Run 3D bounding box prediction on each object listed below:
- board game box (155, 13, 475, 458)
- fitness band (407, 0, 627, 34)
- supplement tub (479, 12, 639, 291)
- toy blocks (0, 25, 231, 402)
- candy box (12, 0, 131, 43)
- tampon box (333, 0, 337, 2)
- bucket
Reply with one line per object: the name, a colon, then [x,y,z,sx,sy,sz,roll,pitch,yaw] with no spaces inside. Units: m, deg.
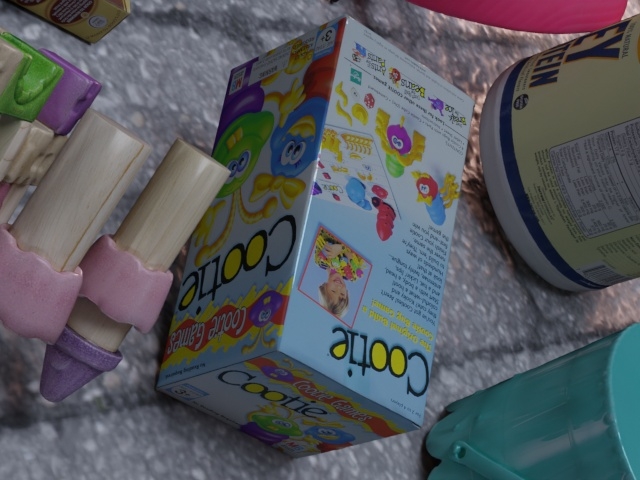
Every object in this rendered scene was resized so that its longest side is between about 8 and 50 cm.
board game box: [0.000,0.000,1.433,0.144,0.142,0.275,31,57,-32]
fitness band: [0.176,-0.251,1.872,0.209,0.054,0.291,27,23,28]
supplement tub: [0.335,-0.100,1.779,0.235,0.325,0.235,26,55,-44]
toy blocks: [-0.259,-0.017,1.164,0.309,0.260,0.288,34,4,8]
candy box: [-0.231,-0.239,1.479,0.186,0.053,0.109,26,45,-35]
tampon box: [0.002,-0.327,1.781,0.161,0.101,0.120,41,37,-20]
bucket: [0.241,0.211,1.572,0.281,0.183,0.281,30,43,-33]
